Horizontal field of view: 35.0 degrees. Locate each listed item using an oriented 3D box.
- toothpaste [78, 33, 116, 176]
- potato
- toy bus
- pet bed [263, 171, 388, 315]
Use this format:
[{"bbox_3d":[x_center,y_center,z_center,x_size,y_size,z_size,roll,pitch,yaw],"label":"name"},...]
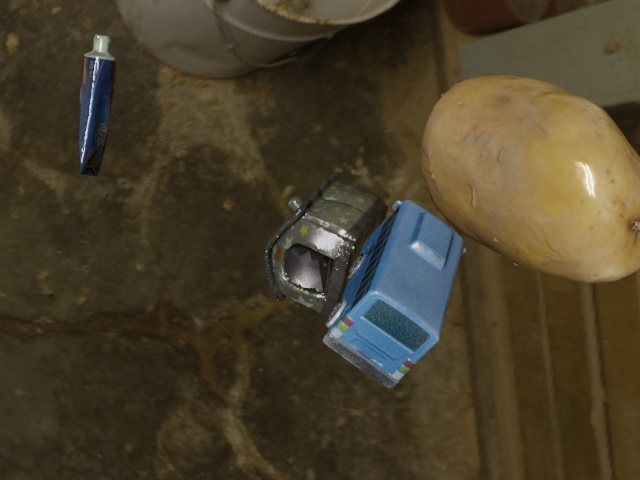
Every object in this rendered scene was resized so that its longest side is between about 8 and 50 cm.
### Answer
[{"bbox_3d":[-0.132,-0.078,0.595,0.019,0.027,0.083,9,98,7],"label":"toothpaste"},{"bbox_3d":[0.137,-0.043,0.652,0.109,0.178,0.118,-50,139,-11],"label":"potato"},{"bbox_3d":[0.101,0.057,1.279,0.116,0.133,0.234,34,36,-7],"label":"toy bus"},{"bbox_3d":[0.000,0.000,1.678,0.159,0.211,0.183,22,120,13],"label":"pet bed"}]
